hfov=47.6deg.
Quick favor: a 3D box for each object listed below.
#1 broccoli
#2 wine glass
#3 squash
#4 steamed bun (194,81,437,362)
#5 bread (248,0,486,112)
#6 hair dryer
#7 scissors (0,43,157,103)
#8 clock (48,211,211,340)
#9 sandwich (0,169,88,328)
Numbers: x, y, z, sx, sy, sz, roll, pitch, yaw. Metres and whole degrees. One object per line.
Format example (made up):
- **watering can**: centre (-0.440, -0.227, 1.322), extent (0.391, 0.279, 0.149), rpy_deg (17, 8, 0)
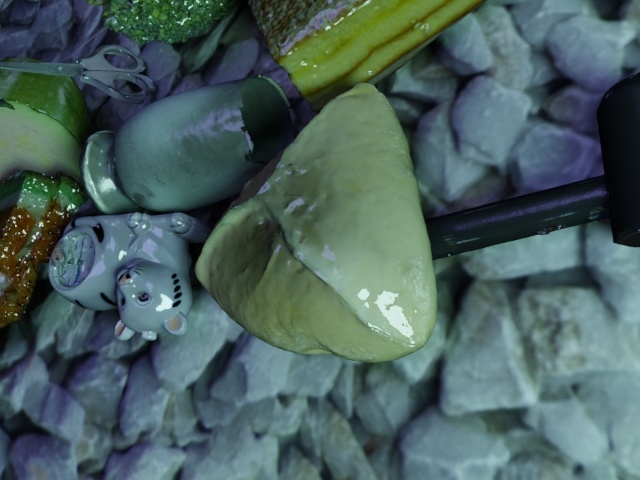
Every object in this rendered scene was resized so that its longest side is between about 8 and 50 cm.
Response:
- **broccoli**: centre (-0.151, -0.315, 0.769), extent (0.198, 0.176, 0.226), rpy_deg (8, 93, 51)
- **wine glass**: centre (-0.129, -0.085, 0.698), extent (0.204, 0.111, 0.111), rpy_deg (-13, 64, 27)
- **squash**: centre (-0.339, -0.127, 0.823), extent (0.170, 0.170, 0.122), rpy_deg (-18, 50, 24)
- **steamed bun**: centre (-0.022, 0.003, 0.584), extent (0.212, 0.110, 0.231), rpy_deg (-31, 51, 29)
- **bread**: centre (0.049, -0.251, 0.665), extent (0.234, 0.110, 0.184), rpy_deg (-34, 53, 13)
- **hair dryer**: centre (0.161, -0.034, 0.541), extent (0.248, 0.071, 0.114), rpy_deg (-15, 64, 35)
- **scissors**: centre (-0.278, -0.189, 0.802), extent (0.015, 0.189, 0.100), rpy_deg (-58, 49, 39)
- **clock**: centre (-0.193, 0.039, 0.707), extent (0.176, 0.080, 0.117), rpy_deg (-3, 70, 29)
- **sandwich**: centre (-0.359, 0.023, 0.787), extent (0.235, 0.079, 0.159), rpy_deg (-28, 41, 35)
